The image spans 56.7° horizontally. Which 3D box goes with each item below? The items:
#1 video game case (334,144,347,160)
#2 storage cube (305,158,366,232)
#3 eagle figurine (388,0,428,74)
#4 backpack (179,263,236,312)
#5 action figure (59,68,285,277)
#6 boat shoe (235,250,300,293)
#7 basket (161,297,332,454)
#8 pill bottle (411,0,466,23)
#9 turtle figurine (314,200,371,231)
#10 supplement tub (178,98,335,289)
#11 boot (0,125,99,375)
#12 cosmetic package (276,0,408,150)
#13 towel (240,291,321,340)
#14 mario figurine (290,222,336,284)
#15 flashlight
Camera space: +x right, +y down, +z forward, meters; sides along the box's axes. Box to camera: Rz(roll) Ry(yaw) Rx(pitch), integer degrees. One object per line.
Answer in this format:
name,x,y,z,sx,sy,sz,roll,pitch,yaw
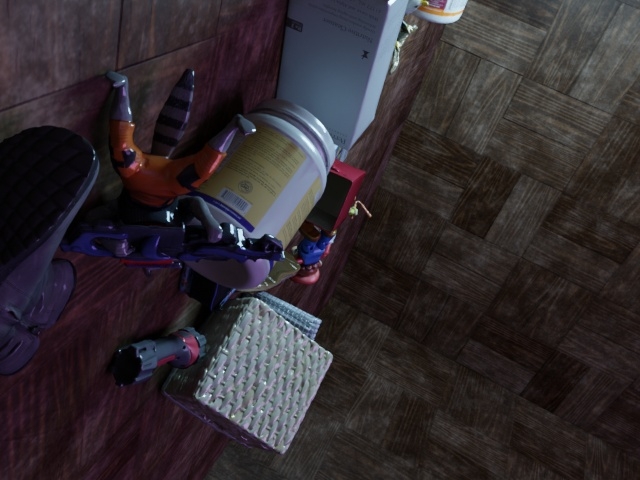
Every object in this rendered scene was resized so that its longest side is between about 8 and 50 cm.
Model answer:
video game case,0.067,-0.330,2.245,0.183,0.023,0.201,-57,170,-33
storage cube,0.014,-0.163,1.939,0.214,0.184,0.193,-67,171,22
eagle figurine,0.181,-0.654,1.615,0.298,0.225,0.226,52,17,-48
backpack,-0.237,0.059,1.421,0.173,0.117,0.158,-50,164,-51
action figure,-0.208,-0.073,0.918,0.330,0.342,0.178,-61,-148,35
boat shoe,-0.192,0.115,1.784,0.123,0.123,0.342,-47,167,25
basket,-0.192,0.366,1.641,0.266,0.328,0.331,-17,-143,57
pill bottle,0.396,-0.898,1.822,0.224,0.224,0.392,-53,166,-44
turtle figurine,0.051,-0.128,2.159,0.217,0.269,0.087,-41,-158,2
supplement tub,-0.135,-0.096,1.168,0.331,0.241,0.241,-57,169,-30
boot,-0.365,0.022,0.734,0.338,0.118,0.223,-51,173,-2
cosmetic package,0.039,-0.415,1.306,0.156,0.217,0.384,-55,166,-39
towel,-0.170,0.316,1.981,0.234,0.284,0.121,-64,169,4
mario figurine,-0.060,0.025,2.116,0.320,0.198,0.170,116,-13,-49
flashlight,-0.371,0.271,1.376,0.103,0.103,0.304,-23,176,14
